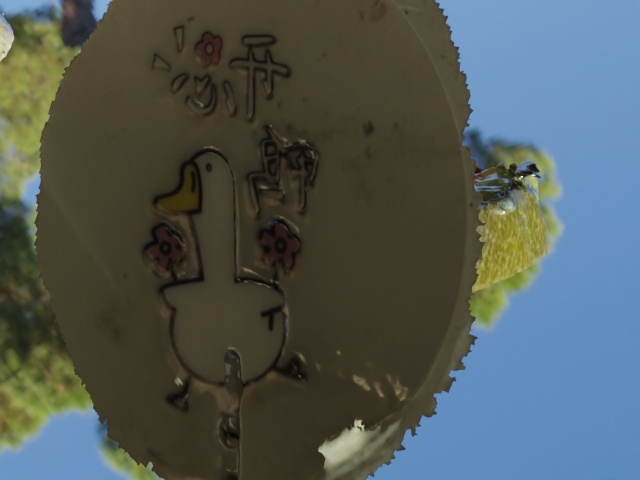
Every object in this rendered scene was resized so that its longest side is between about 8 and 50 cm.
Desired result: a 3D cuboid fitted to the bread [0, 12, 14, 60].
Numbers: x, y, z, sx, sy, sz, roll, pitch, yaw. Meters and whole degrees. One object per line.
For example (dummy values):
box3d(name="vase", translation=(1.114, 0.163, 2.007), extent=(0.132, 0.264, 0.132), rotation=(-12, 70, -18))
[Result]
box3d(name="bread", translation=(-0.267, -0.123, 0.858), extent=(0.134, 0.141, 0.148), rotation=(-50, -155, -15))

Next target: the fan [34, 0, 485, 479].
box3d(name="fan", translation=(-0.037, 0.075, 0.623), extent=(0.233, 0.012, 0.415), rotation=(6, -85, 38))

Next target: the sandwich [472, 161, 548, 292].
box3d(name="sandwich", translation=(0.000, 0.000, 1.211), extent=(0.301, 0.162, 0.250), rotation=(20, -156, 31))
